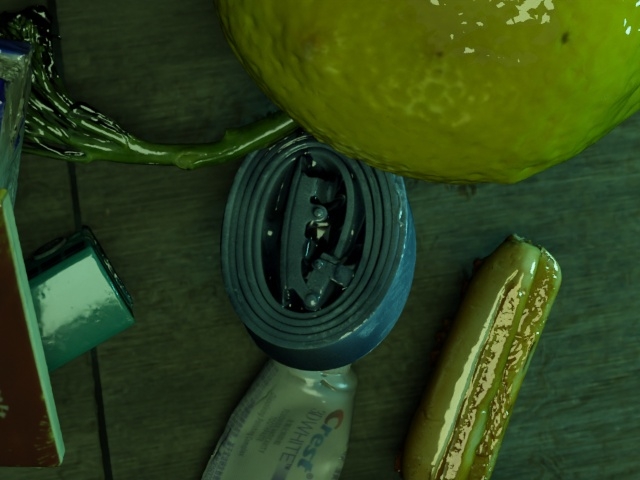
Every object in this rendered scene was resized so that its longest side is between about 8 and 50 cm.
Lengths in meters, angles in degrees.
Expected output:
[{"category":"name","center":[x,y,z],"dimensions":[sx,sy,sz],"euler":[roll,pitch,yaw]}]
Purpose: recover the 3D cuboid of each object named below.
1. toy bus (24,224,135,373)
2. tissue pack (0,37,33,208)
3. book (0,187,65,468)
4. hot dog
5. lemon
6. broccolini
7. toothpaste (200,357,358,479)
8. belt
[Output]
[{"category":"toy bus","center":[-0.226,0.064,1.350],"dimensions":[0.160,0.092,0.079],"euler":[-29,106,-3]},{"category":"tissue pack","center":[-0.346,-0.067,1.248],"dimensions":[0.269,0.137,0.209],"euler":[11,121,-1]},{"category":"book","center":[-0.377,0.057,1.239],"dimensions":[0.374,0.028,0.262],"euler":[3,132,7]},{"category":"hot dog","center":[0.118,0.113,1.431],"dimensions":[0.076,0.102,0.249],"euler":[23,98,27]},{"category":"lemon","center":[0.086,-0.194,1.241],"dimensions":[0.336,0.336,0.336],"euler":[-2,104,-10]},{"category":"broccolini","center":[-0.142,-0.115,1.325],"dimensions":[0.271,0.062,0.123],"euler":[2,117,1]},{"category":"toothpaste","center":[-0.031,0.167,1.432],"dimensions":[0.099,0.068,0.282],"euler":[25,106,12]},{"category":"belt","center":[0.000,0.000,1.349],"dimensions":[0.141,0.082,0.190],"euler":[3,72,9]}]
